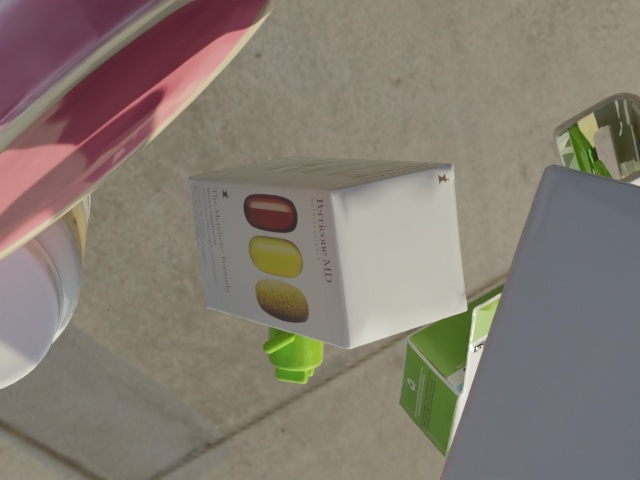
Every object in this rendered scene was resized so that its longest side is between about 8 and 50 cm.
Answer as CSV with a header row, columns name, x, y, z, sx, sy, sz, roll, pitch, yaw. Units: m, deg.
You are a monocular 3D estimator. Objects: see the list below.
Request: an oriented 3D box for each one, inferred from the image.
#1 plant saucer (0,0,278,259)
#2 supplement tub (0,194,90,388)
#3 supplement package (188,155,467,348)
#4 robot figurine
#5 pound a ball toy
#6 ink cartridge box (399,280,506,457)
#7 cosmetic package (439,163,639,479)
name,x,y,z,sx,sy,sz,roll,pitch,yaw
plant saucer,-0.126,-0.078,0.473,0.332,0.332,0.084,-42,92,24
supplement tub,-0.236,0.002,0.724,0.144,0.200,0.144,-4,115,-8
supplement package,0.000,0.000,0.958,0.133,0.244,0.139,-14,102,-33
robot figurine,-0.029,0.110,1.247,0.067,0.101,0.115,8,107,18
pound a ball toy,0.419,-0.010,1.303,0.135,0.208,0.319,-28,140,6
ink cartridge box,0.192,0.092,1.127,0.188,0.097,0.255,-26,141,-24
cosmetic package,0.129,0.116,0.449,0.138,0.224,0.224,18,172,16
